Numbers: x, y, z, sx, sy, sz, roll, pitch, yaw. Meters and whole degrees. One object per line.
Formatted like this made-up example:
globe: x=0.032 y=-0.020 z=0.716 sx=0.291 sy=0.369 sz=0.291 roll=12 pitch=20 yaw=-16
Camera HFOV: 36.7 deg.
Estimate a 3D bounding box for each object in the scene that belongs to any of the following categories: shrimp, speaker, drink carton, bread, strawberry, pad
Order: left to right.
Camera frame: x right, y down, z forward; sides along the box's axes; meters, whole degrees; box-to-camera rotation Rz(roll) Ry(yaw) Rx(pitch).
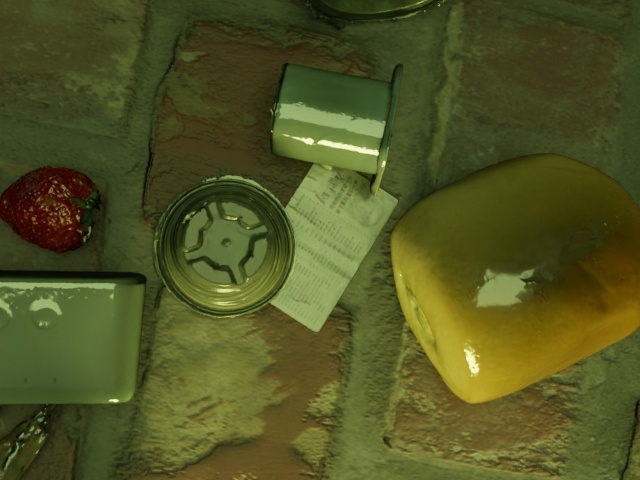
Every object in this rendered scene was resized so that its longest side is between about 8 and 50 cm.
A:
shrimp: x=-0.507 y=0.313 z=1.462 sx=0.145 sy=0.059 sz=0.254 roll=33 pitch=86 yaw=5
speaker: x=-0.465 y=0.138 z=1.421 sx=0.407 sy=0.183 sz=0.184 roll=1 pitch=91 yaw=-9
strawberry: x=-0.413 y=-0.053 z=1.471 sx=0.148 sy=0.131 sz=0.131 roll=20 pitch=83 yaw=-15
pad: x=0.000 y=0.000 z=1.589 sx=0.160 sy=0.009 sz=0.265 roll=33 pitch=82 yaw=-6
drink carton: x=0.026 y=-0.193 z=1.532 sx=0.190 sy=0.185 sz=0.191 roll=10 pitch=75 yaw=5
bread: x=0.323 y=0.044 z=1.515 sx=0.376 sy=0.253 sz=0.347 roll=-21 pitch=85 yaw=-12

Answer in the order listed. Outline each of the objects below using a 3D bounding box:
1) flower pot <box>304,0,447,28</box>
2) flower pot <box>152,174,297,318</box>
flower pot: x=0.086 y=-0.516 z=1.530 sx=0.291 sy=0.290 sz=0.259 roll=-8 pitch=76 yaw=-9
flower pot: x=-0.146 y=0.007 z=1.496 sx=0.236 sy=0.140 sz=0.235 roll=1 pitch=84 yaw=-6
